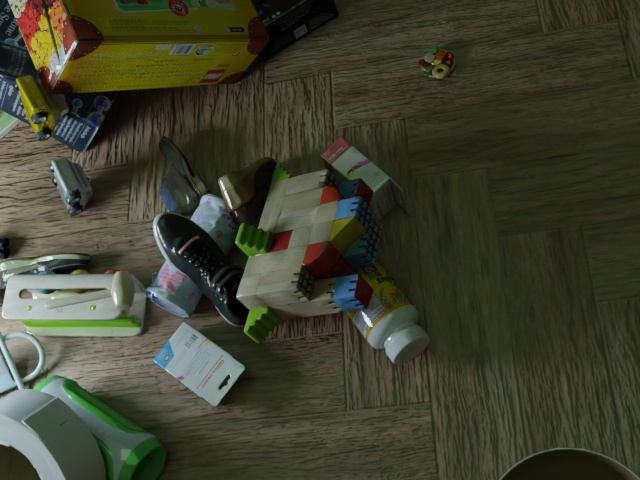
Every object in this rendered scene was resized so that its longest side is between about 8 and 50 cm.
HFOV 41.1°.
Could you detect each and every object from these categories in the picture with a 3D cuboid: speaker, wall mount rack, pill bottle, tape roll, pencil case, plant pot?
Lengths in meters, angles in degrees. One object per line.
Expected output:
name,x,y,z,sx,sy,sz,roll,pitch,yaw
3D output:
speaker,-0.453,0.386,1.715,0.296,0.131,0.131,26,73,25
wall mount rack,-0.749,0.347,1.821,0.350,0.130,0.304,-24,89,4
pill bottle,0.121,0.140,1.687,0.117,0.117,0.208,-35,60,-4
tape roll,-0.552,0.430,1.637,0.286,0.286,0.100,17,26,22
pencil case,-0.270,0.033,1.851,0.124,0.113,0.273,12,66,48
plant pot,0.409,0.499,1.387,0.284,0.191,0.284,-6,62,12

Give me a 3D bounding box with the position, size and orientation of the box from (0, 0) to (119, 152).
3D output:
box,-0.658,-0.447,2.027,0.395,0.212,0.294,28,69,-18

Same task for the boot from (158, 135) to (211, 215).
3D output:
boot,-0.344,-0.145,1.977,0.106,0.082,0.219,-36,62,-7

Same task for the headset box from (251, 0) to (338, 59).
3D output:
headset box,-0.125,-0.630,2.143,0.218,0.110,0.293,-32,61,-1

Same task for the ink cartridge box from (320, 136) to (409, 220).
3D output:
ink cartridge box,0.096,-0.118,1.824,0.067,0.115,0.198,-42,61,-9

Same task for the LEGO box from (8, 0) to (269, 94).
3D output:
LEGO box,-0.419,-0.545,1.926,0.500,0.193,0.373,-12,71,-41

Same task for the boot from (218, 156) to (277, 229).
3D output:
boot,-0.121,-0.066,1.861,0.090,0.248,0.207,-28,94,25

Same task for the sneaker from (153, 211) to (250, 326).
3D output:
sneaker,-0.215,0.051,1.723,0.104,0.147,0.296,-43,101,-20

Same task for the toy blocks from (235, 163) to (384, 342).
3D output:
toy blocks,0.000,0.000,1.665,0.260,0.191,0.381,-11,49,32

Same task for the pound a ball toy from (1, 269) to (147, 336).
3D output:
pound a ball toy,-0.511,0.110,1.814,0.319,0.208,0.136,-2,65,11

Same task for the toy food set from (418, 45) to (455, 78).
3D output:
toy food set,0.270,-0.411,1.978,0.082,0.020,0.083,23,72,24

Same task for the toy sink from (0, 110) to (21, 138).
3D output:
toy sink,-0.859,-0.375,2.144,0.153,0.234,0.131,-44,61,-9

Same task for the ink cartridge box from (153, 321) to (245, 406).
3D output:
ink cartridge box,-0.239,0.261,1.756,0.181,0.061,0.104,31,76,27

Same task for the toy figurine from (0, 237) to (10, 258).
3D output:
toy figurine,-0.821,0.042,1.939,0.148,0.209,0.213,2,65,4

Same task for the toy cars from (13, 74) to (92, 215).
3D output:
toy cars,-0.580,-0.211,1.913,0.087,0.394,0.176,-26,41,-18

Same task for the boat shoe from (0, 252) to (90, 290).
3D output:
boat shoe,-0.629,0.073,1.954,0.223,0.080,0.073,-7,83,10
